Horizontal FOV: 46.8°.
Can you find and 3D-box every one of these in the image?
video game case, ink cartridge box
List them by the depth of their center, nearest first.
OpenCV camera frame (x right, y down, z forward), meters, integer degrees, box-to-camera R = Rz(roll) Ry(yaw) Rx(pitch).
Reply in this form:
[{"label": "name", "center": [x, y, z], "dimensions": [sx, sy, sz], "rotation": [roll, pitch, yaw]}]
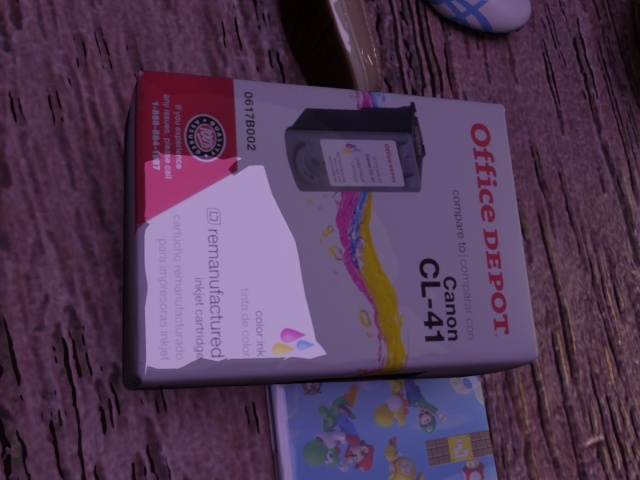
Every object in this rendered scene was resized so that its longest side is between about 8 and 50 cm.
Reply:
[{"label": "ink cartridge box", "center": [0.000, 0.000, 0.595], "dimensions": [0.306, 0.131, 0.226], "rotation": [0, 77, -18]}, {"label": "video game case", "center": [0.048, 0.107, 0.669], "dimensions": [0.203, 0.025, 0.285], "rotation": [-4, 78, -20]}]

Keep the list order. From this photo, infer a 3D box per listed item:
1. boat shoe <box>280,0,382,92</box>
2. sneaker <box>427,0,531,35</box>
[{"label": "boat shoe", "center": [0.011, -0.267, 0.708], "dimensions": [0.098, 0.109, 0.303], "rotation": [-13, 76, -21]}, {"label": "sneaker", "center": [0.131, -0.305, 0.769], "dimensions": [0.237, 0.086, 0.085], "rotation": [38, 67, -8]}]
